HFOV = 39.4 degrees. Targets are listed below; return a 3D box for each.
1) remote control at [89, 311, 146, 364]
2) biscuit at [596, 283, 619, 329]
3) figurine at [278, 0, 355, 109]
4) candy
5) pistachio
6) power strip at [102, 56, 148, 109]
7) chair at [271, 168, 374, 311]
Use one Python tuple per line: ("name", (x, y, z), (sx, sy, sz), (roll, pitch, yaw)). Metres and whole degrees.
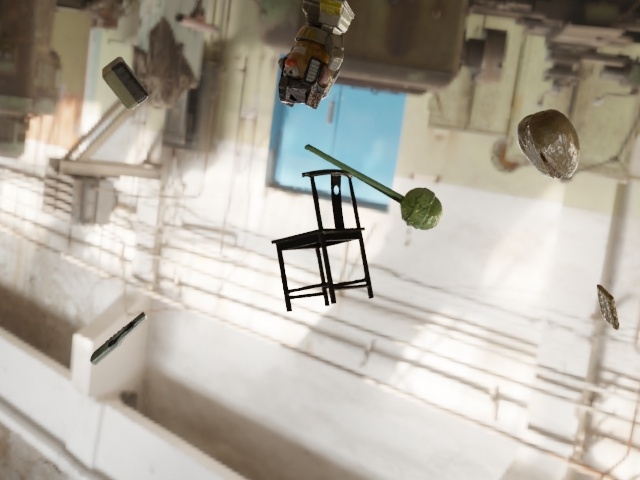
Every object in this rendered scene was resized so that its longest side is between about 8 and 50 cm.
("remote control", (-0.476, 0.232, 2.112), (0.029, 0.166, 0.065), (49, 165, 1))
("biscuit", (0.620, 0.143, 1.928), (0.018, 0.083, 0.081), (-17, -163, 2))
("figurine", (-0.015, -0.471, 2.280), (0.143, 0.309, 0.308), (16, -174, -12))
("candy", (0.113, -0.123, 1.927), (0.335, 0.093, 0.092), (27, -178, -6))
("pistachio", (0.423, -0.178, 1.648), (0.113, 0.149, 0.113), (-30, -157, 15))
("power strip", (-0.477, -0.383, 2.171), (0.070, 0.105, 0.257), (-36, -161, -1))
("chair", (0.000, 0.000, 1.776), (0.141, 0.260, 0.154), (-14, 173, 37))
